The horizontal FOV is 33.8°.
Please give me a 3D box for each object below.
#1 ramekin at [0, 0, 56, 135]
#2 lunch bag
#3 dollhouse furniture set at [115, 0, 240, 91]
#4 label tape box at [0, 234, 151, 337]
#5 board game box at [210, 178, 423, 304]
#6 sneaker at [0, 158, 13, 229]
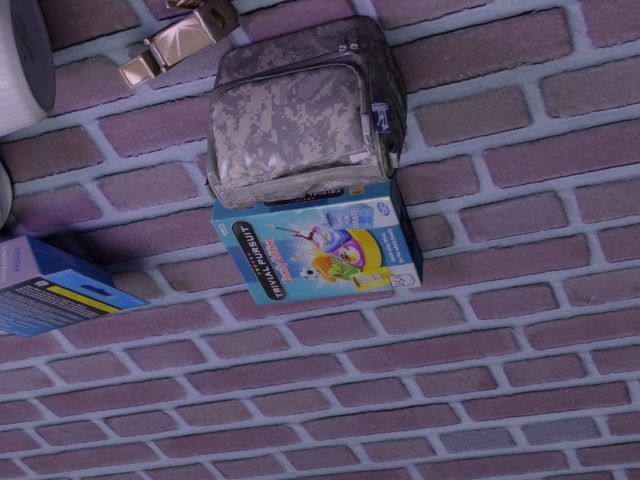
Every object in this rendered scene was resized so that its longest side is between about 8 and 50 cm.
[{"bbox_3d":[-0.489,-0.283,1.574,0.127,0.273,0.273,-9,138,1],"label":"ramekin"},{"bbox_3d":[-0.019,-0.175,1.625,0.305,0.256,0.213,-10,137,18],"label":"lunch bag"},{"bbox_3d":[-0.247,-0.349,1.612,0.181,0.101,0.161,-22,107,30],"label":"dollhouse furniture set"},{"bbox_3d":[-0.534,0.083,2.059,0.333,0.106,0.240,-16,155,25],"label":"label tape box"},{"bbox_3d":[0.000,0.000,1.958,0.335,0.079,0.254,-8,137,16],"label":"board game box"},{"bbox_3d":[-0.649,-0.072,1.833,0.169,0.258,0.448,13,139,-7],"label":"sneaker"}]
